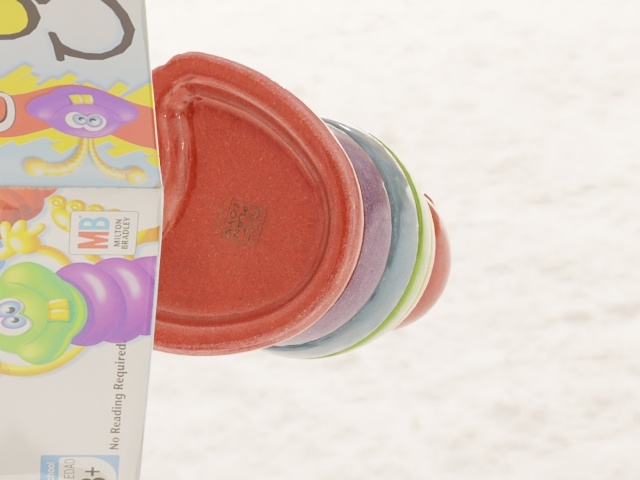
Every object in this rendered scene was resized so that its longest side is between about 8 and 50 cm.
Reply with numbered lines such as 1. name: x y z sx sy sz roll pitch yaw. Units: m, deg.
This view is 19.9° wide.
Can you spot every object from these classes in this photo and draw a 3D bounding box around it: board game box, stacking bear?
1. board game box: -0.137 -0.048 0.672 0.142 0.144 0.275 2 39 -9
2. stacking bear: 0.000 0.000 1.181 0.164 0.175 0.289 19 2 22
